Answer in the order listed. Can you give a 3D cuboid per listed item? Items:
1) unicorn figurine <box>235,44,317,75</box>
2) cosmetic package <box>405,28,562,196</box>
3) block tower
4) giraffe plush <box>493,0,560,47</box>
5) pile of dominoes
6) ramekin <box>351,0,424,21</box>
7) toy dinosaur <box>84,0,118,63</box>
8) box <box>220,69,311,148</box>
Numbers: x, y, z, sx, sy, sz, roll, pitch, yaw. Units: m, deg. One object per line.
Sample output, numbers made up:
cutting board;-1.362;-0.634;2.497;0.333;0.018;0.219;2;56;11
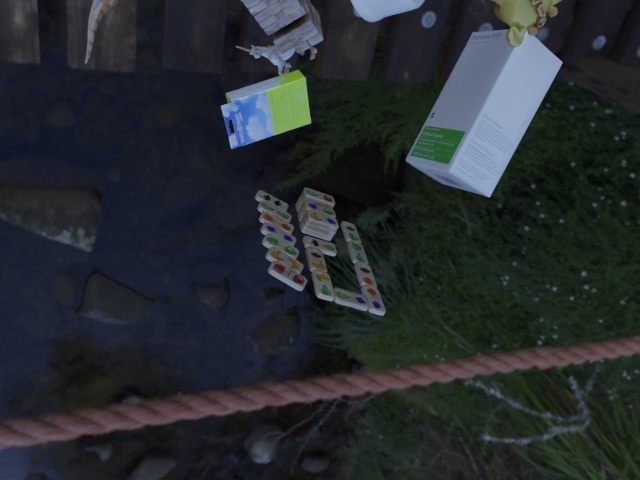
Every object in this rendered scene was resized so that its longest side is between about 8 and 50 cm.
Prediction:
unicorn figurine;-0.081;-0.405;1.257;0.162;0.111;0.060;-31;153;-1
cosmetic package;0.391;-0.310;1.419;0.155;0.197;0.365;25;92;-29
block tower;-0.116;-0.492;1.067;0.091;0.097;0.335;-24;138;20
giraffe plush;0.330;-0.442;1.007;0.170;0.210;0.181;40;124;-21
pile of dominoes;0.000;0.000;0.933;0.196;0.251;0.040;17;121;-23
ramekin;0.170;-0.692;1.438;0.277;0.135;0.277;-9;101;-59
toy dinosaur;-0.367;-0.418;0.993;0.211;0.064;0.112;-67;153;-15
box;-0.111;-0.262;1.174;0.178;0.042;0.109;-21;136;-13
